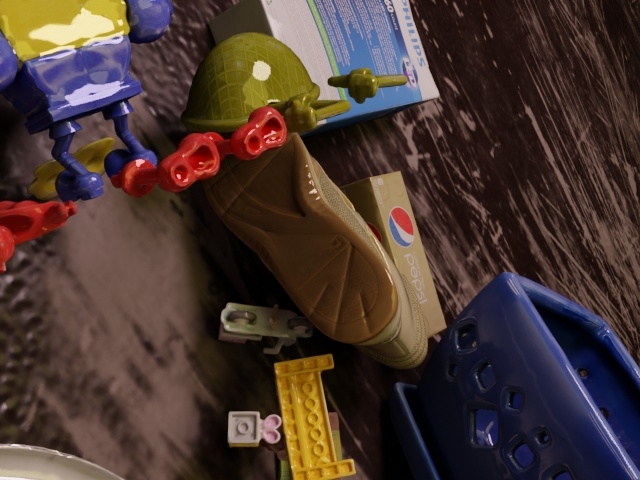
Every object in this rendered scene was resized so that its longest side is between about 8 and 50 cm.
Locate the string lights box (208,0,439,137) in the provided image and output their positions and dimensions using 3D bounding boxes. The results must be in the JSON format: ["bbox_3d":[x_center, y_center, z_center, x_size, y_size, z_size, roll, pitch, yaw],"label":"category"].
[{"bbox_3d":[0.018,-0.190,0.753,0.259,0.076,0.133,-23,96,-49],"label":"string lights box"}]

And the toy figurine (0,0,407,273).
[{"bbox_3d":[-0.129,-0.145,0.436,0.362,0.191,0.217,-32,112,-38],"label":"toy figurine"}]

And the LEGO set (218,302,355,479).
[{"bbox_3d":[-0.047,0.198,0.558,0.132,0.107,0.287,13,66,0],"label":"LEGO set"}]

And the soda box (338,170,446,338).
[{"bbox_3d":[0.074,0.021,0.762,0.061,0.058,0.181,-17,90,-49],"label":"soda box"}]

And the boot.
[{"bbox_3d":[0.000,0.000,0.651,0.262,0.095,0.203,51,3,26],"label":"boot"}]

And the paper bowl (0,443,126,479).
[{"bbox_3d":[-0.171,0.241,0.324,0.284,0.148,0.284,13,69,-37],"label":"paper bowl"}]

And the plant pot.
[{"bbox_3d":[0.217,0.204,0.711,0.236,0.212,0.236,22,34,-42],"label":"plant pot"}]

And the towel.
[{"bbox_3d":[-0.009,0.191,0.651,0.083,0.009,0.060,10,71,-45],"label":"towel"}]
